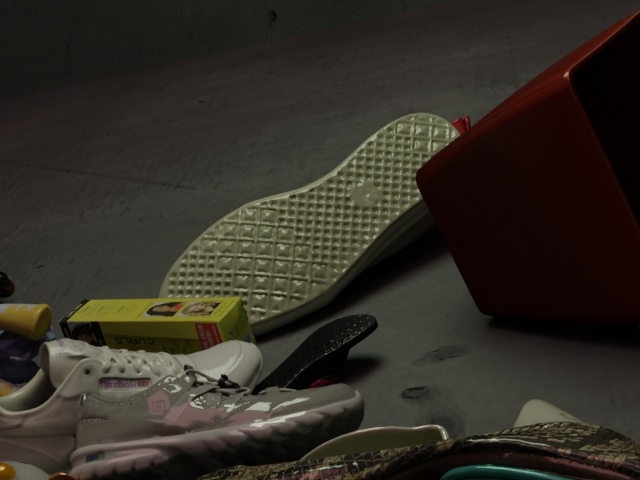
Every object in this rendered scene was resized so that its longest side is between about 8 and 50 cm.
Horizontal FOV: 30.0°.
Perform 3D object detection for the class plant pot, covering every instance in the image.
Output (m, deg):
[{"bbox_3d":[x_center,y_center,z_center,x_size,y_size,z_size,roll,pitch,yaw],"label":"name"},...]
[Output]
[{"bbox_3d":[0.266,-0.056,1.296,0.235,0.267,0.267,-21,11,37],"label":"plant pot"}]

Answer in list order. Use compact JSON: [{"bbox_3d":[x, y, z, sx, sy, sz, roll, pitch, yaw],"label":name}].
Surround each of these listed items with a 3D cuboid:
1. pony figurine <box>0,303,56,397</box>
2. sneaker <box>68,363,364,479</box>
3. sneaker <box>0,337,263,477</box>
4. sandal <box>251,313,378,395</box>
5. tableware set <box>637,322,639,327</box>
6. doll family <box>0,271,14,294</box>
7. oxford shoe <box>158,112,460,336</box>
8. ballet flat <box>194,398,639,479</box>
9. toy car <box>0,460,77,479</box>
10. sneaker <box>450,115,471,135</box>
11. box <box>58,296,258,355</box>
[{"bbox_3d":[-0.502,0.119,1.399,0.363,0.303,0.351,9,37,17],"label":"pony figurine"},{"bbox_3d":[-0.100,0.160,1.115,0.281,0.105,0.115,-9,59,-5],"label":"sneaker"},{"bbox_3d":[-0.198,0.154,1.207,0.305,0.152,0.114,-23,19,-23],"label":"sneaker"},{"bbox_3d":[-0.010,0.141,1.285,0.179,0.040,0.067,-38,22,-16],"label":"sandal"},{"bbox_3d":[0.381,0.100,1.140,0.104,0.024,0.154,-16,20,-11],"label":"tableware set"},{"bbox_3d":[-0.502,0.080,1.713,0.111,0.076,0.193,-7,27,9],"label":"doll family"},{"bbox_3d":[0.000,0.000,1.513,0.449,0.169,0.130,-34,-18,-18],"label":"oxford shoe"},{"bbox_3d":[0.093,0.198,0.894,0.482,0.164,0.182,-9,23,23],"label":"ballet flat"},{"bbox_3d":[-0.307,0.235,1.042,0.238,0.210,0.219,-6,30,-12],"label":"toy car"},{"bbox_3d":[0.193,-0.090,1.588,0.087,0.128,0.221,-21,22,-15],"label":"sneaker"},{"bbox_3d":[-0.189,0.115,1.392,0.232,0.087,0.058,-1,27,28],"label":"box"}]
